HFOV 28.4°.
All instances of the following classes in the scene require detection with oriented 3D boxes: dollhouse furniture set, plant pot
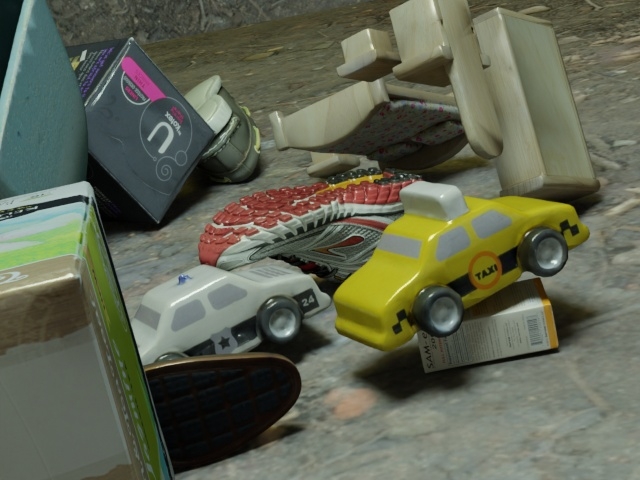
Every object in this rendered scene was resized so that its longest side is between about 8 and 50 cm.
[{"bbox_3d":[0.068,-0.076,1.251,0.355,0.174,0.303,-22,-14,36],"label":"dollhouse furniture set"},{"bbox_3d":[-0.354,-0.062,1.233,0.247,0.252,0.248,-8,52,12],"label":"plant pot"}]

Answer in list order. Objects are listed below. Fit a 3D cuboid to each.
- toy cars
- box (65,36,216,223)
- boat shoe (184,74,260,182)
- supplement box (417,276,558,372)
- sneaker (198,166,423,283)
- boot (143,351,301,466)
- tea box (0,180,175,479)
[{"bbox_3d":[-0.002,0.027,0.946,0.393,0.087,0.176,-16,16,20],"label":"toy cars"},{"bbox_3d":[-0.285,-0.125,1.490,0.270,0.165,0.143,4,55,45],"label":"box"},{"bbox_3d":[-0.141,-0.144,1.658,0.109,0.091,0.305,-43,18,3],"label":"boat shoe"},{"bbox_3d":[0.119,0.061,0.927,0.098,0.036,0.062,-11,16,6],"label":"supplement box"},{"bbox_3d":[0.000,0.000,1.099,0.225,0.093,0.088,-12,17,-30],"label":"sneaker"},{"bbox_3d":[-0.126,0.109,0.876,0.219,0.082,0.106,-16,20,-7],"label":"boot"},{"bbox_3d":[-0.247,0.126,0.634,0.329,0.220,0.323,-15,12,-8],"label":"tea box"}]
